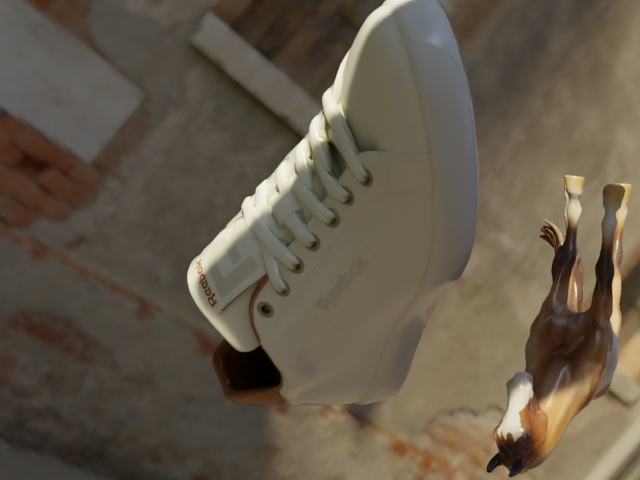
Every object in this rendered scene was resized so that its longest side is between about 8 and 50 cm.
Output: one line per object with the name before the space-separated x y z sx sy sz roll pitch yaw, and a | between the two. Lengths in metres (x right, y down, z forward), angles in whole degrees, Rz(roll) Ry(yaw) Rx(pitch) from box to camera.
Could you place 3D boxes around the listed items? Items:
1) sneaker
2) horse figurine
sneaker | 0.000 0.000 0.820 0.290 0.123 0.106 102 -26 -48
horse figurine | 0.159 0.047 1.016 0.066 0.174 0.263 9 4 9
